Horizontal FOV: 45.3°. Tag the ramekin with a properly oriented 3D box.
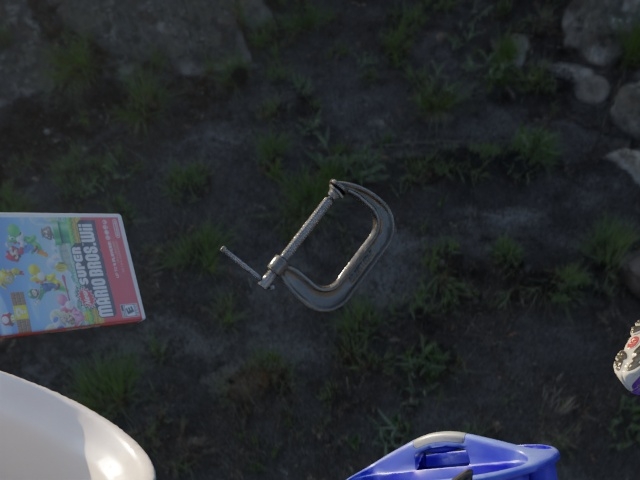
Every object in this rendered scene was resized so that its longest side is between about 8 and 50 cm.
[{"bbox_3d":[-0.282,0.197,0.590,0.277,0.277,0.135,23,89,22],"label":"ramekin"}]

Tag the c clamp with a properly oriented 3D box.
[{"bbox_3d":[0.000,0.000,0.791,0.161,0.137,0.022,-47,16,-12],"label":"c clamp"}]

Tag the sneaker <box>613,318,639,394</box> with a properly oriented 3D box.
[{"bbox_3d":[0.539,0.182,1.252,0.170,0.071,0.068,-43,22,-23],"label":"sneaker"}]

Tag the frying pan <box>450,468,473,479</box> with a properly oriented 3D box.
[{"bbox_3d":[-0.028,0.292,0.565,0.053,0.326,0.197,42,34,19],"label":"frying pan"}]

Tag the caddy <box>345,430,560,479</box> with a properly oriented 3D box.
[{"bbox_3d":[0.198,0.378,1.151,0.341,0.241,0.179,-18,79,35],"label":"caddy"}]

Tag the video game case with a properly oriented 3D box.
[{"bbox_3d":[-0.435,0.051,1.280,0.285,0.025,0.204,-2,71,-50],"label":"video game case"}]
